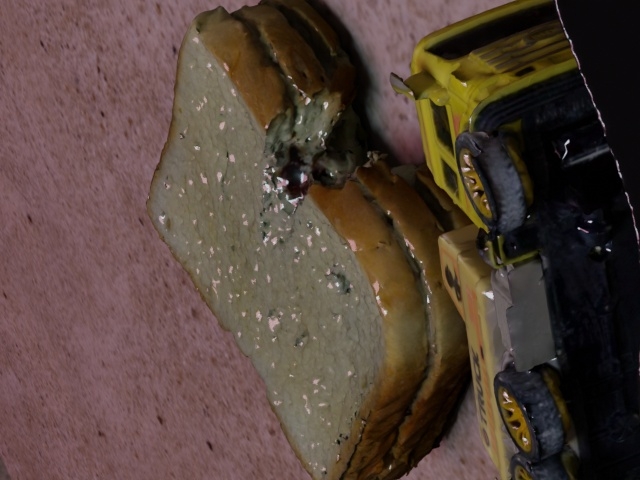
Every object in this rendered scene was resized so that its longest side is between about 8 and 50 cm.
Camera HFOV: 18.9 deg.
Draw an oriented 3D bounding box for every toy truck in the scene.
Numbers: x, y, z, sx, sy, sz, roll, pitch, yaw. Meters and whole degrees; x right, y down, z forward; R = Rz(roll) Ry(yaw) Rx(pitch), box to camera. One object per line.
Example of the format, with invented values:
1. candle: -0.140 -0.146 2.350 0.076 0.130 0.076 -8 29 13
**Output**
1. toy truck: 0.118 0.009 0.946 0.157 0.124 0.272 -131 23 -55

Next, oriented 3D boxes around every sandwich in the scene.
1. sandwich: -0.001 0.001 1.223 0.273 0.095 0.249 56 152 24

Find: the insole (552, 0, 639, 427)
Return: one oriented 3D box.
1. insole: 0.174 0.001 0.830 0.009 0.119 0.348 -166 58 -83
